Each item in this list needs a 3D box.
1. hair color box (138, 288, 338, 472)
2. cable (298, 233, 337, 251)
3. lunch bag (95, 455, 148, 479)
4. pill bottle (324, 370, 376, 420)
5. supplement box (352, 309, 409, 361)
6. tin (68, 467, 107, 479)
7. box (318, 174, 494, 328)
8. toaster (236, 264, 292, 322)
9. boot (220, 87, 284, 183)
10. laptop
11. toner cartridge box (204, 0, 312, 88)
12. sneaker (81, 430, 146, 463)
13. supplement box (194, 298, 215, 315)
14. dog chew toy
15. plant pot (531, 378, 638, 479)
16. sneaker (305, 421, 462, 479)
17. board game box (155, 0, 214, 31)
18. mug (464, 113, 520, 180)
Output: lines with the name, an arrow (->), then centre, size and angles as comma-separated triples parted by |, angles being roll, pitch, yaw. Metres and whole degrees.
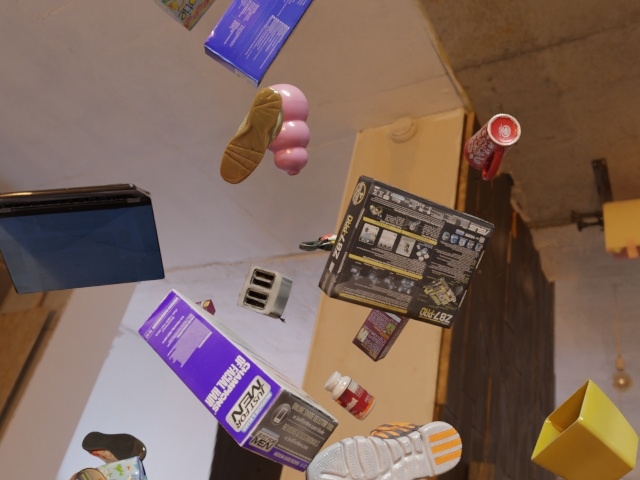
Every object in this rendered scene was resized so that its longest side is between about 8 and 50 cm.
hair color box -> -0.148, 0.230, 0.929 | 0.339, 0.110, 0.185 | 27, -14, 42
cable -> 0.000, 0.000, 2.181 | 0.139, 0.072, 0.287 | 25, 12, 37
lunch bag -> -0.587, 0.713, 1.616 | 0.129, 0.096, 0.151 | -8, -31, -15
pill bottle -> 0.089, 0.476, 1.678 | 0.152, 0.086, 0.086 | 38, -31, 2
supplement box -> 0.200, 0.282, 1.757 | 0.104, 0.188, 0.081 | 37, 16, 25
tin -> -0.568, 0.666, 1.378 | 0.040, 0.106, 0.189 | -30, -85, 29
box -> 0.231, 0.040, 1.438 | 0.395, 0.318, 0.097 | 17, 7, -23
toaster -> -0.200, 0.193, 2.002 | 0.186, 0.168, 0.110 | 15, -9, 23
boot -> -0.175, -0.269, 1.460 | 0.095, 0.261, 0.203 | 25, 4, -3
laptop -> -0.587, 0.012, 1.269 | 0.382, 0.236, 0.408 | -6, 2, -11
toner cartridge box -> -0.137, -0.586, 1.405 | 0.165, 0.347, 0.075 | 34, -4, -10
sneaker -> -0.672, 0.725, 1.864 | 0.270, 0.090, 0.145 | 0, -39, 25
supplement box -> -0.338, 0.199, 1.497 | 0.083, 0.055, 0.043 | -13, -70, 8
dog chew toy -> -0.130, -0.410, 2.050 | 0.207, 0.331, 0.206 | -12, -1, 0
plant pot -> 0.751, 0.560, 1.518 | 0.187, 0.212, 0.212 | 38, -56, 16
sneaker -> 0.105, 0.438, 1.076 | 0.321, 0.124, 0.180 | -2, -16, -22
board game box -> -0.421, -0.733, 1.507 | 0.142, 0.144, 0.275 | 41, 3, 11
mug -> 0.492, -0.261, 1.524 | 0.113, 0.150, 0.169 | -23, -10, -8
